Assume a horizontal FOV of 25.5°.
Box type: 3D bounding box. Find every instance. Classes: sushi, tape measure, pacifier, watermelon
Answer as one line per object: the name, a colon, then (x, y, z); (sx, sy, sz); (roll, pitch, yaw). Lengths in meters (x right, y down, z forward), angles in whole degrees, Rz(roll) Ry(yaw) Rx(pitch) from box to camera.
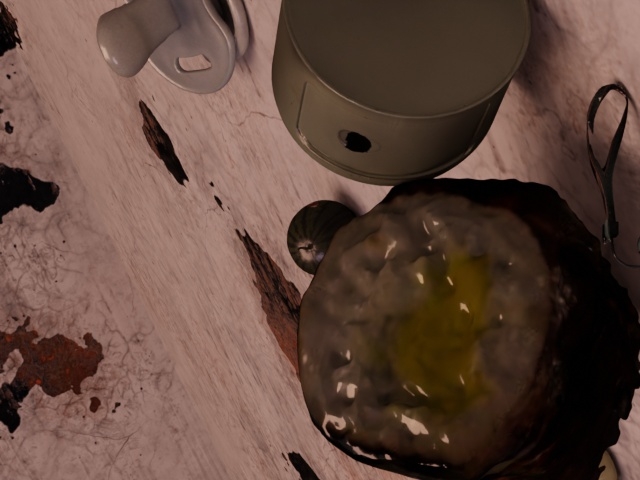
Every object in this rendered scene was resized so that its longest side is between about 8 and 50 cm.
sushi: (0.153, 0.105, 1.355); (0.281, 0.299, 0.294); (31, 175, 36)
tape measure: (0.270, -0.058, 1.187); (0.180, 0.104, 0.107); (53, 165, 16)
pacifier: (-0.230, -0.309, 1.957); (0.227, 0.207, 0.279); (1, 123, 48)
watermelon: (0.000, 0.000, 1.956); (0.105, 0.133, 0.105); (8, 109, 24)

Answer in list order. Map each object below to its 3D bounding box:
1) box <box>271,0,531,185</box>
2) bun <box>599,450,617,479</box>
box: (0.070, -0.180, 1.327); (0.226, 0.226, 0.149); (53, 161, 16)
bun: (0.301, 0.274, 1.695); (0.115, 0.069, 0.115); (49, 158, 28)
